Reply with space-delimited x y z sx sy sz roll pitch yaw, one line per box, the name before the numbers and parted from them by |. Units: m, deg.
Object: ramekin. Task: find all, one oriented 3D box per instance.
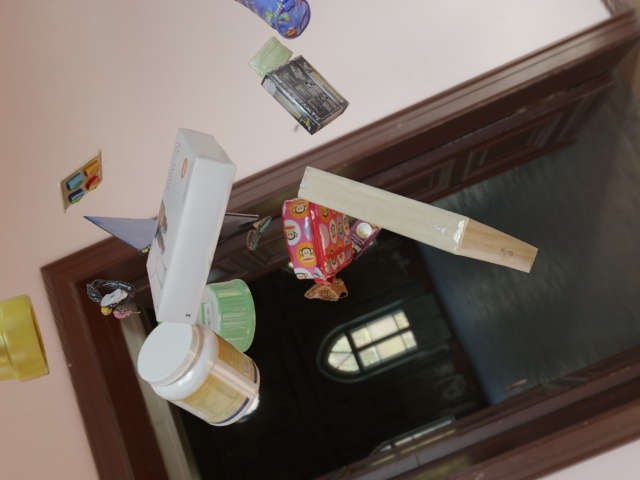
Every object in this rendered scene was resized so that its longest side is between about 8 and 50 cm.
ramekin | -0.399 0.312 2.237 0.303 0.148 0.304 -1 89 57

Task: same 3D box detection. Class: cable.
cable | -0.831 0.208 2.144 0.151 0.184 0.047 -79 4 -60

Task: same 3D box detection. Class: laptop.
laptop | -0.503 -0.079 1.898 0.237 0.407 0.382 62 -161 10

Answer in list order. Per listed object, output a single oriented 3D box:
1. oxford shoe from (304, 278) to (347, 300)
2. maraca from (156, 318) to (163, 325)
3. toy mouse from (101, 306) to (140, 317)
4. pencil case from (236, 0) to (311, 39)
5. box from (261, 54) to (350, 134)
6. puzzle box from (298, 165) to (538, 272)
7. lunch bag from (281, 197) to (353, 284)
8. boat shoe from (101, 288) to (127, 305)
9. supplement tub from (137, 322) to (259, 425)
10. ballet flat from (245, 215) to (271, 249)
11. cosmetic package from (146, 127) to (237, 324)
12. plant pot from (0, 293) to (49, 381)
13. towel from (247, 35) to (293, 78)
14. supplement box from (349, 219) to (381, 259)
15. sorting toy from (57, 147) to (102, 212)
oxford shoe | 0.028 0.192 2.021 0.212 0.076 0.076 -6 -127 -47
maraca | -0.575 0.370 2.168 0.185 0.099 0.127 40 175 8
toy mouse | -0.769 0.280 2.105 0.161 0.143 0.031 0 79 64
pencil case | -0.160 -0.712 1.605 0.306 0.119 0.133 45 178 30
box | -0.046 -0.462 1.725 0.231 0.183 0.056 45 140 1
puzzle box | 0.181 -0.026 0.919 0.272 0.052 0.408 23 -174 34
lunch bag | 0.000 0.000 1.526 0.293 0.120 0.259 -27 -71 -69
boat shoe | -0.621 0.176 1.650 0.035 0.100 0.035 33 -142 -43
supplement tub | -0.349 0.381 1.594 0.316 0.228 0.228 49 -166 -41
ballet flat | -0.189 -0.028 1.626 0.041 0.114 0.041 30 179 0
cosmetic package | -0.309 -0.042 1.264 0.284 0.097 0.378 45 122 57
plant pot | -0.956 0.310 1.607 0.254 0.238 0.254 38 136 50
towel | -0.177 -0.647 1.953 0.110 0.148 0.027 40 174 -2
supplement box | 0.176 -0.024 2.353 0.104 0.188 0.081 40 -162 8
sorting toy | -0.836 -0.206 1.927 0.038 0.208 0.193 35 147 0
